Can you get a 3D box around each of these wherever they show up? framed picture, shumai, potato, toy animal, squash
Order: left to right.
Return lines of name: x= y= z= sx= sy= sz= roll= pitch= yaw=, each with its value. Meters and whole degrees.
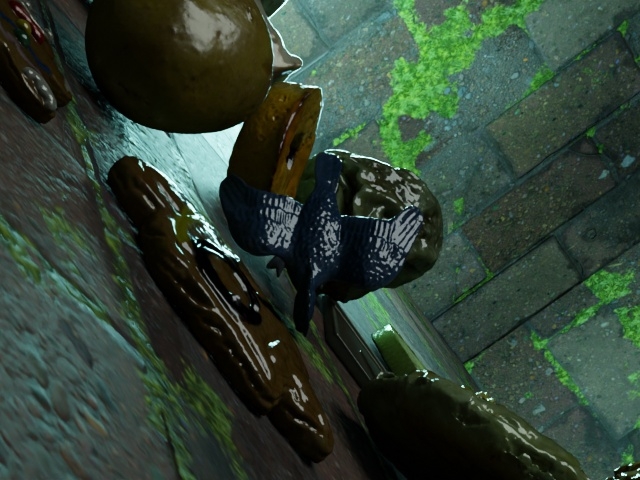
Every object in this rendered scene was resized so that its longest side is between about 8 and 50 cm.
potato: x=-0.151 y=-0.180 z=1.235 sx=0.158 sy=0.178 sz=0.203 roll=-70 pitch=143 yaw=-67
toy animal: x=0.000 y=0.000 z=1.430 sx=0.176 sy=0.239 sz=0.255 roll=130 pitch=-29 yaw=-68
shumai: x=0.060 y=0.019 z=1.796 sx=0.261 sy=0.225 sz=0.221 roll=38 pitch=40 yaw=-41
framed picture: x=0.065 y=0.171 z=1.674 sx=0.192 sy=0.018 sz=0.265 roll=54 pitch=4 yaw=-7
squash: x=0.166 y=0.238 z=2.004 sx=0.252 sy=0.049 sz=0.252 roll=54 pitch=4 yaw=-6

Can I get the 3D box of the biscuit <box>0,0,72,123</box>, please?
biscuit: x=-0.236 y=-0.161 z=0.974 sx=0.138 sy=0.031 sz=0.205 roll=53 pitch=3 yaw=-15

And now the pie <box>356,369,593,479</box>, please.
pie: x=0.168 y=0.228 z=1.280 sx=0.306 sy=0.071 sz=0.306 roll=27 pitch=-21 yaw=11

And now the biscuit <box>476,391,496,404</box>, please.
biscuit: x=0.273 y=0.336 z=2.007 sx=0.225 sy=0.036 sz=0.165 roll=-98 pitch=-173 yaw=-71

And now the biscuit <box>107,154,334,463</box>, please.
biscuit: x=-0.073 y=0.050 z=1.014 sx=0.290 sy=0.041 sz=0.208 roll=54 pitch=5 yaw=8

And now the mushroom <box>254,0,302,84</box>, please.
mushroom: x=-0.137 y=-0.321 z=1.634 sx=0.290 sy=0.298 sz=0.297 roll=60 pitch=6 yaw=15

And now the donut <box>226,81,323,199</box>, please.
donut: x=-0.061 y=-0.118 z=1.625 sx=0.075 sy=0.190 sz=0.174 roll=18 pitch=-7 yaw=13

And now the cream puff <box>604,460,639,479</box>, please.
cream puff: x=0.431 y=0.422 z=1.636 sx=0.343 sy=0.327 sz=0.231 roll=21 pitch=22 yaw=-50
